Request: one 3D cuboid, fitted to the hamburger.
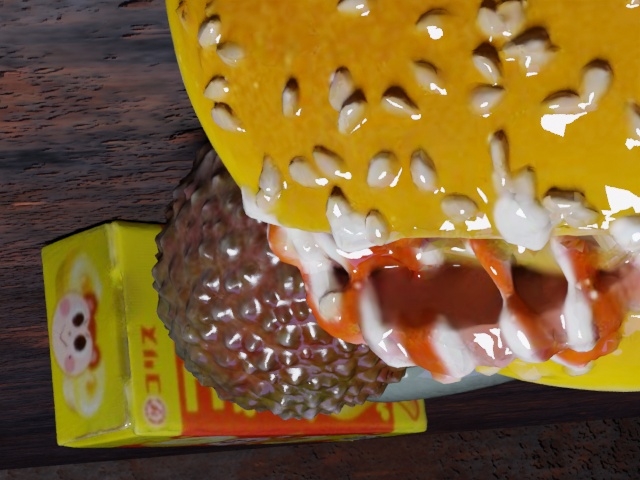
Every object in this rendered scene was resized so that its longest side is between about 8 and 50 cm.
[{"bbox_3d":[0.110,-0.080,0.482,0.295,0.227,0.151,-10,-170,17],"label":"hamburger"}]

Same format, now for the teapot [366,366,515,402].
[{"bbox_3d":[0.081,0.022,1.192,0.294,0.129,0.193,-11,180,27],"label":"teapot"}]

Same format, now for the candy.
[{"bbox_3d":[-0.054,0.069,1.361,0.276,0.146,0.088,3,167,-44],"label":"candy"}]

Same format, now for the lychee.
[{"bbox_3d":[0.000,0.000,1.037,0.165,0.197,0.165,25,-176,-2],"label":"lychee"}]
